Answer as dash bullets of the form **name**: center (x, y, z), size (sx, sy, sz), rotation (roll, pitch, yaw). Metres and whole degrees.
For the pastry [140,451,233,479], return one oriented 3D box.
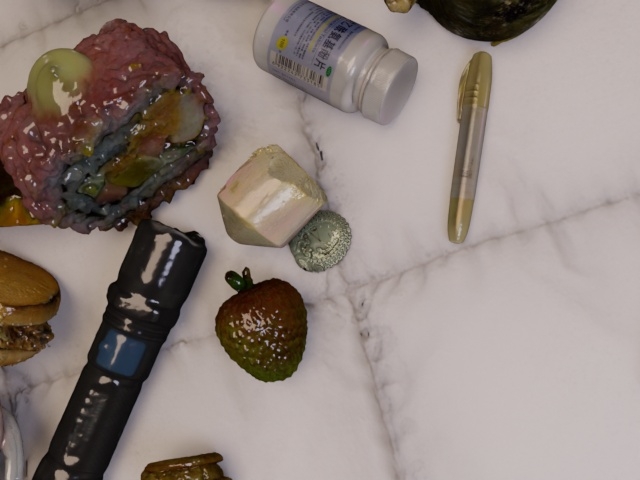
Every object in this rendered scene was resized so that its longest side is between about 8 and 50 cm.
- **pastry**: center (-0.162, 0.289, 0.885), size (0.109, 0.097, 0.057), rotation (-7, 68, -17)

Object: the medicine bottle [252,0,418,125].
- **medicine bottle**: center (0.017, -0.220, 0.891), size (0.187, 0.103, 0.102), rotation (31, 92, 18)

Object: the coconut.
- **coconut**: center (-0.067, -0.046, 0.890), size (0.122, 0.116, 0.116), rotation (-46, 74, 2)

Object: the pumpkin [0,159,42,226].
- **pumpkin**: center (-0.447, -0.085, 0.998), size (0.254, 0.130, 0.149), rotation (-2, 83, 18)

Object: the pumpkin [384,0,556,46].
- **pumpkin**: center (0.139, -0.358, 0.855), size (0.317, 0.139, 0.222), rotation (38, 92, 16)

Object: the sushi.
- **sushi**: center (-0.265, -0.148, 0.902), size (0.270, 0.236, 0.171), rotation (-38, 64, 6)

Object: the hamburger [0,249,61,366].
- **hamburger**: center (-0.432, 0.092, 0.951), size (0.191, 0.182, 0.118), rotation (23, 106, 10)

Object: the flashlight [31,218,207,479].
- **flashlight**: center (-0.264, 0.176, 0.936), size (0.103, 0.103, 0.424), rotation (24, 92, 18)

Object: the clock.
- **clock**: center (0.000, 0.000, 0.918), size (0.083, 0.010, 0.074), rotation (-30, 75, 10)

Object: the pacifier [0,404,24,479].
- **pacifier**: center (-0.527, 0.299, 0.932), size (0.273, 0.220, 0.332), rotation (17, 85, -27)

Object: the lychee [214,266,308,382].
- **lychee**: center (-0.071, 0.099, 0.872), size (0.114, 0.114, 0.146), rotation (-23, 89, 13)

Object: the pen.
- **pen**: center (0.174, -0.112, 0.870), size (0.040, 0.032, 0.233), rotation (7, 85, 40)
